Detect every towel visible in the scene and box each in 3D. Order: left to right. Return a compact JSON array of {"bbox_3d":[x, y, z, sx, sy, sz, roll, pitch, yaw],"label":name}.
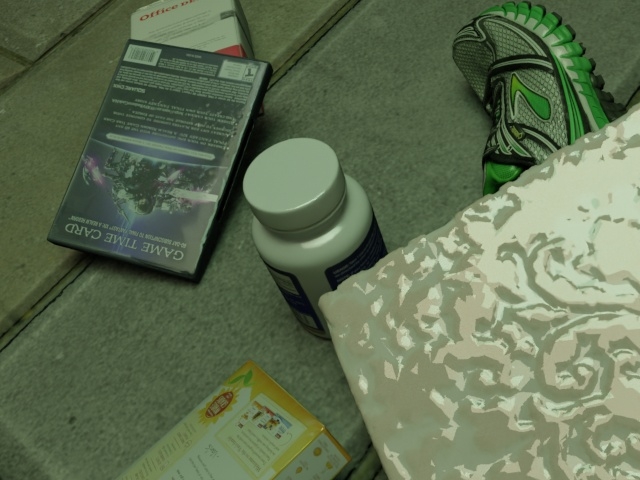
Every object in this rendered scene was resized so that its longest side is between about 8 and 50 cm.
[{"bbox_3d":[0.191,0.099,0.518,0.332,0.053,0.317,-31,62,12],"label":"towel"}]

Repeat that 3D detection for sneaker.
[{"bbox_3d":[0.210,-0.115,0.706,0.146,0.134,0.343,-24,49,2],"label":"sneaker"}]

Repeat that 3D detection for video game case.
[{"bbox_3d":[-0.188,-0.103,0.838,0.196,0.026,0.274,13,77,16],"label":"video game case"}]

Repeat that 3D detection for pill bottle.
[{"bbox_3d":[0.000,0.000,0.654,0.112,0.187,0.112,-10,51,12],"label":"pill bottle"}]

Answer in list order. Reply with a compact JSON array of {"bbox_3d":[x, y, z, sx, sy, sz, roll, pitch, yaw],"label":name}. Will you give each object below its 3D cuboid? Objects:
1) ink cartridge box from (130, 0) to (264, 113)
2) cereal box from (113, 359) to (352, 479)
[{"bbox_3d":[-0.175,-0.249,0.979,0.158,0.092,0.218,-18,51,6],"label":"ink cartridge box"},{"bbox_3d":[-0.107,0.214,0.572,0.240,0.047,0.173,-41,23,-13],"label":"cereal box"}]
